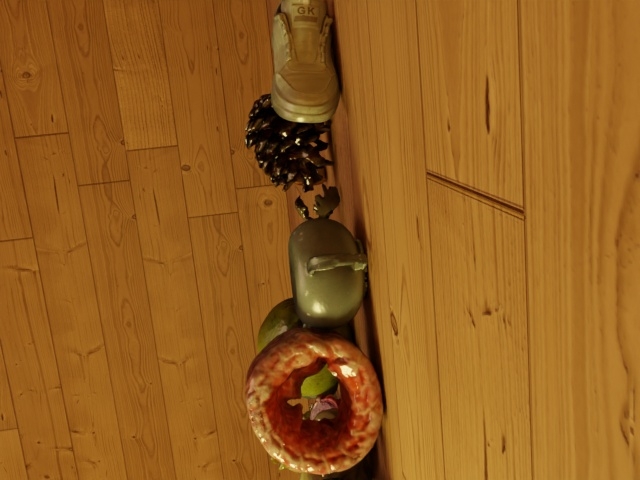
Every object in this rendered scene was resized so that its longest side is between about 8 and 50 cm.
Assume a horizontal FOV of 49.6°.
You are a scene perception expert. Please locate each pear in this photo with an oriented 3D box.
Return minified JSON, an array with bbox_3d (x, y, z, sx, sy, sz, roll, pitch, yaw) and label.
[{"bbox_3d":[-0.032,0.221,1.459,0.269,0.212,0.212,104,159,-62],"label":"pear"}]

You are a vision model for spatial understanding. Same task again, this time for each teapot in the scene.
[{"bbox_3d":[0.015,0.056,1.193,0.294,0.129,0.193,121,142,-78],"label":"teapot"}]

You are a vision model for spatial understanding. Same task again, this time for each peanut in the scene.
[{"bbox_3d":[0.031,0.449,1.383,0.152,0.152,0.313,-104,16,-53],"label":"peanut"}]

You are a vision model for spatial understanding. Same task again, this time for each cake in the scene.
[{"bbox_3d":[-0.028,-0.152,1.605,0.084,0.084,0.044,131,137,-83],"label":"cake"}]

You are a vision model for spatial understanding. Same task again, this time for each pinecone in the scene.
[{"bbox_3d":[-0.066,-0.206,1.422,0.184,0.179,0.205,16,-127,-49],"label":"pinecone"}]

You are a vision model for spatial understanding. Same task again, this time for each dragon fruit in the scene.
[{"bbox_3d":[0.031,0.446,1.743,0.126,0.068,0.112,41,107,31],"label":"dragon fruit"}]

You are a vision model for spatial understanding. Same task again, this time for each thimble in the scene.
[{"bbox_3d":[-0.014,0.265,1.181,0.162,0.239,0.239,124,139,-86],"label":"thimble"}]

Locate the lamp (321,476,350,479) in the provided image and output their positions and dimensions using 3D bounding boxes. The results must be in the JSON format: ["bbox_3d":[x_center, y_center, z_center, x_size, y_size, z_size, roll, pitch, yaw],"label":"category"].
[{"bbox_3d":[0.016,0.546,1.223,0.265,0.233,0.233,83,178,-63],"label":"lamp"}]

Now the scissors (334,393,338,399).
[{"bbox_3d":[0.051,0.471,1.869,0.187,0.020,0.134,-115,14,-72],"label":"scissors"}]

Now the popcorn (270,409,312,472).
[{"bbox_3d":[-0.032,0.562,1.889,0.187,0.185,0.167,-45,68,37],"label":"popcorn"}]

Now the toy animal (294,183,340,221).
[{"bbox_3d":[0.000,0.000,1.431,0.214,0.093,0.186,89,175,-66],"label":"toy animal"}]

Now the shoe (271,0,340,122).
[{"bbox_3d":[-0.029,-0.348,1.212,0.316,0.124,0.159,-102,14,-45],"label":"shoe"}]

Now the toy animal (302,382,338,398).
[{"bbox_3d":[-0.002,0.297,1.864,0.125,0.127,0.251,0,-83,-84],"label":"toy animal"}]
